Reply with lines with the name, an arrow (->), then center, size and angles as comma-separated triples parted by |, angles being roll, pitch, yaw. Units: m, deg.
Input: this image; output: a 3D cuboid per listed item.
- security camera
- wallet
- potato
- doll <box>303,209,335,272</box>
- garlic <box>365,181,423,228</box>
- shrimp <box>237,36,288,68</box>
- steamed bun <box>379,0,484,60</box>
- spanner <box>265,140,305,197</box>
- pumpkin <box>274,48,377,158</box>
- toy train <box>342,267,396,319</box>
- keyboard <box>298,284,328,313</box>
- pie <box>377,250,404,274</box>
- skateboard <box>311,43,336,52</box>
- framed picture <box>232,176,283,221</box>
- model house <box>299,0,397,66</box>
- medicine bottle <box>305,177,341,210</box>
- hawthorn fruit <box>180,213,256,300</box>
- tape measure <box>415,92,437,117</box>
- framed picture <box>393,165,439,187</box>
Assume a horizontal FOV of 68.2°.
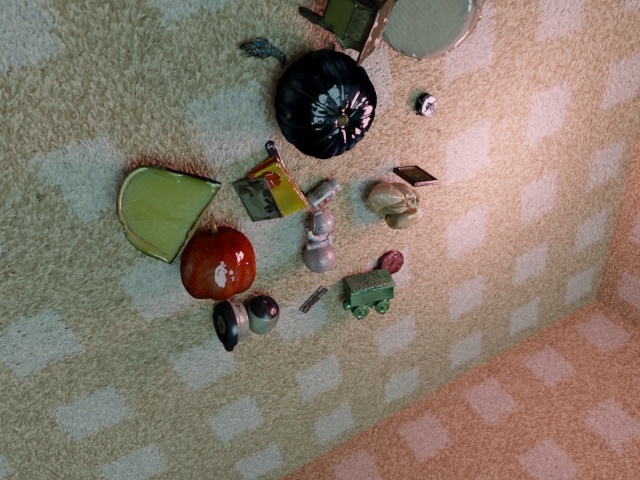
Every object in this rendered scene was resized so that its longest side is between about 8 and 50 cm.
security camera -> -0.306, 0.340, 2.063 | 0.277, 0.197, 0.191 | -7, 133, -33
wallet -> -0.164, -0.196, 1.831 | 0.141, 0.067, 0.241 | -28, 127, 11
potato -> -0.545, -0.115, 1.631 | 0.280, 0.212, 0.330 | 30, 82, -14
doll -> 0.000, 0.000, 2.032 | 0.150, 0.151, 0.287 | -11, 122, -23
garlic -> 0.349, -0.169, 2.082 | 0.281, 0.203, 0.185 | 44, 54, -27
shrimp -> -0.189, -0.624, 1.566 | 0.174, 0.076, 0.082 | 8, 157, -38
steamed bun -> 0.358, -0.816, 1.581 | 0.374, 0.241, 0.375 | 11, 136, 11
spanner -> -0.139, -0.258, 1.858 | 0.087, 0.024, 0.316 | -31, 129, -10
pumpkin -> 0.019, -0.470, 1.638 | 0.363, 0.266, 0.364 | -16, 129, -21
toy train -> 0.237, 0.267, 2.324 | 0.265, 0.145, 0.202 | -12, 127, -10
keyboard -> -0.033, 0.287, 2.285 | 0.166, 0.017, 0.055 | -47, 131, 6
pie -> 0.353, 0.115, 2.373 | 0.154, 0.036, 0.155 | -15, 127, -20
skateboard -> 0.014, -0.668, 1.662 | 0.083, 0.032, 0.064 | 4, 109, -33
framed picture -> -0.240, -0.155, 1.828 | 0.135, 0.010, 0.201 | -8, 132, 16
model house -> 0.070, -0.729, 1.492 | 0.278, 0.205, 0.218 | 30, 135, 1
medicine bottle -> 0.014, -0.193, 1.947 | 0.140, 0.079, 0.079 | -38, 131, -1
hawthorn fruit -> -0.391, 0.060, 1.789 | 0.287, 0.287, 0.331 | -11, 112, -23
tape measure -> 0.435, -0.557, 1.954 | 0.091, 0.054, 0.094 | -5, 125, -34
framed picture -> 0.412, -0.280, 2.051 | 0.127, 0.168, 0.023 | -10, 124, -23
